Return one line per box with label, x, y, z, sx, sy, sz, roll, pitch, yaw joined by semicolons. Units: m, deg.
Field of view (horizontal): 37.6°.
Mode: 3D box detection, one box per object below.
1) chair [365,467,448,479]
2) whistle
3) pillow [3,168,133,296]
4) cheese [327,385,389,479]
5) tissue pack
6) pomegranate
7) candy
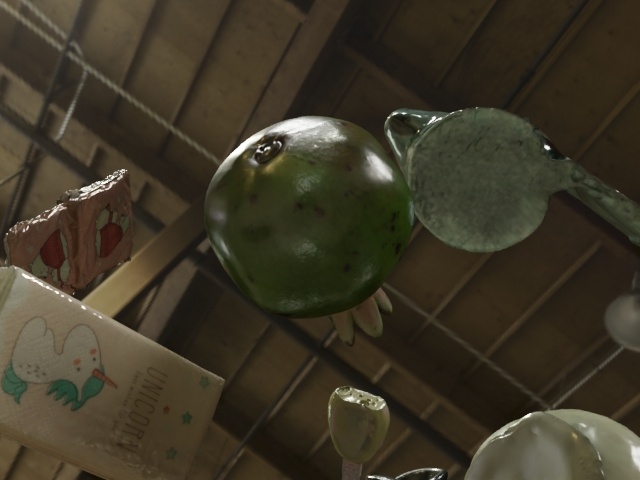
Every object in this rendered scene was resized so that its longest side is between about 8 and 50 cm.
chair;0.073;0.358;1.081;0.095;0.222;0.104;24;-16;-18
whistle;0.284;-0.078;1.263;0.404;0.168;0.188;4;-87;6
pillow;-0.322;0.003;1.218;0.049;0.248;0.135;9;-64;25
cheese;0.052;0.314;1.415;0.097;0.037;0.192;15;-64;23
tissue pack;-0.270;0.175;1.098;0.071;0.170;0.325;-3;-30;45
pomegranate;0.001;0.001;0.843;0.187;0.187;0.225;-1;-44;28
candy;0.291;0.333;1.096;0.185;0.295;0.295;18;-45;-27
